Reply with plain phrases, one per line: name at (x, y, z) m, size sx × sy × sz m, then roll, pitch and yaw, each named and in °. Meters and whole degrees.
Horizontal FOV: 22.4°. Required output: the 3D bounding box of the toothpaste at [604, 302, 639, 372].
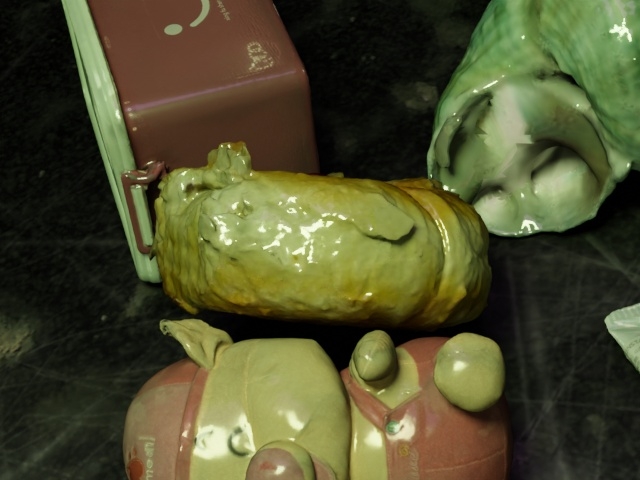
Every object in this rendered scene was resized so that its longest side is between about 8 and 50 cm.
toothpaste at (0.291, 0.126, 1.066) m, size 0.114 × 0.073 × 0.299 m, roll -19°, pitch 37°, yaw -1°

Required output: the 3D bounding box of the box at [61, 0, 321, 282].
box at (-0.110, -0.126, 1.344) m, size 0.168 × 0.193 × 0.294 m, roll -14°, pitch 43°, yaw -9°

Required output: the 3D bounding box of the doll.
doll at (-0.001, 0.144, 1.051) m, size 0.256 × 0.152 × 0.196 m, roll -4°, pitch 68°, yaw 2°

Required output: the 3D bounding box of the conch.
conch at (0.209, -0.118, 1.218) m, size 0.277 × 0.220 × 0.195 m, roll -11°, pitch 11°, yaw 2°

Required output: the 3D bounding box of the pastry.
pastry at (0.005, 0.000, 1.142) m, size 0.236 × 0.120 × 0.257 m, roll 6°, pitch -2°, yaw -20°
